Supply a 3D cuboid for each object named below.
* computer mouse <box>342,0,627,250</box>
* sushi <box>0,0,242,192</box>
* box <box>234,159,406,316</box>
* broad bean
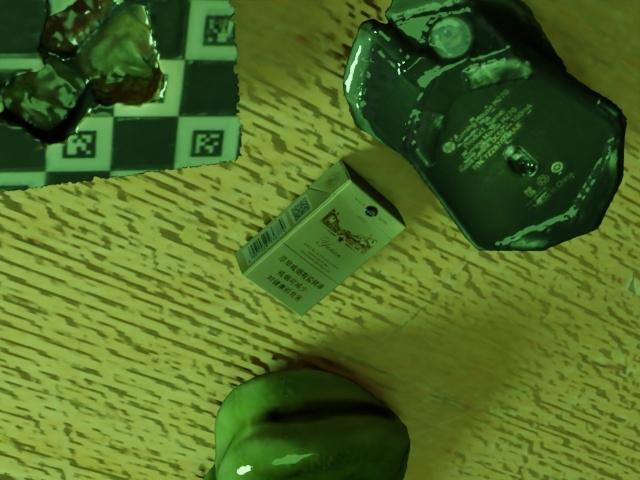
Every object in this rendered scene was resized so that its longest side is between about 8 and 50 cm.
[{"bbox_3d":[0.089,-0.066,0.650,0.106,0.062,0.192,-42,123,14],"label":"computer mouse"},{"bbox_3d":[-0.108,-0.116,0.559,0.139,0.031,0.201,-8,131,-11],"label":"sushi"},{"bbox_3d":[0.000,0.000,0.692,0.083,0.024,0.053,-42,129,11],"label":"box"},{"bbox_3d":[-0.013,0.161,0.791,0.153,0.072,0.206,-12,141,-8],"label":"broad bean"}]
